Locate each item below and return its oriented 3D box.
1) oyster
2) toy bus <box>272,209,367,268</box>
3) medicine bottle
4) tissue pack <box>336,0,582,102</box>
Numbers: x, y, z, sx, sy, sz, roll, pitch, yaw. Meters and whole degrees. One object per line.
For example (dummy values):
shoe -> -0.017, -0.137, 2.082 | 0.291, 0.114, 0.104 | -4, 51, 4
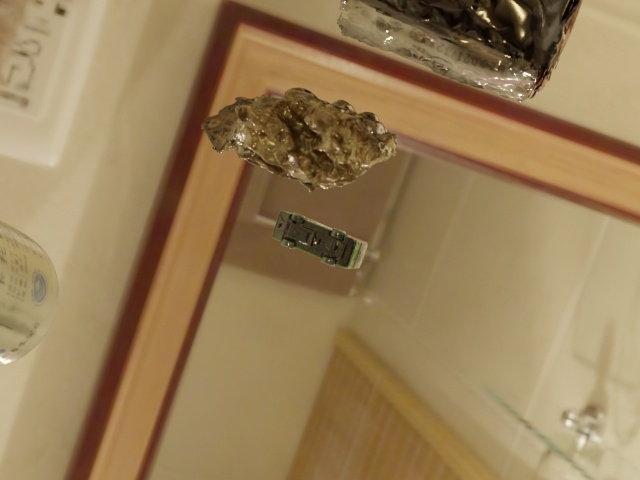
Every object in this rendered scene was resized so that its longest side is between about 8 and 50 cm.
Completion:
oyster -> -0.012, -0.080, 0.857 | 0.105, 0.056, 0.177 | -6, -157, -25
toy bus -> 0.000, 0.000, 1.026 | 0.083, 0.031, 0.037 | 22, -175, 31
medicine bottle -> -0.411, 0.036, 1.286 | 0.170, 0.170, 0.293 | 22, 172, 18
tissue pack -> 0.183, -0.335, 1.310 | 0.245, 0.332, 0.123 | 21, 162, 6
